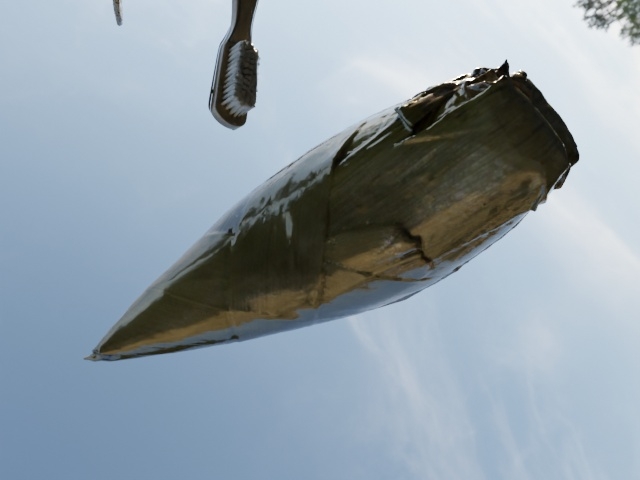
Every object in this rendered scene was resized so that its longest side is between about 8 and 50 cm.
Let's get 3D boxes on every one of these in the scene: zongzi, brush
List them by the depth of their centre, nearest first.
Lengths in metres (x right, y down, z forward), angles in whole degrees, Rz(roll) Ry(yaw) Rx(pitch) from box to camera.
[{"bbox_3d":[0.000,0.000,0.342,0.300,0.274,0.145,-25,-95,-37],"label":"zongzi"},{"bbox_3d":[-0.128,-0.345,0.812,0.070,0.065,0.327,22,-116,-43],"label":"brush"}]

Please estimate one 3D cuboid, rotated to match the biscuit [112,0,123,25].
[{"bbox_3d":[-0.335,-0.416,0.783,0.015,0.120,0.120,-6,-106,-19],"label":"biscuit"}]
